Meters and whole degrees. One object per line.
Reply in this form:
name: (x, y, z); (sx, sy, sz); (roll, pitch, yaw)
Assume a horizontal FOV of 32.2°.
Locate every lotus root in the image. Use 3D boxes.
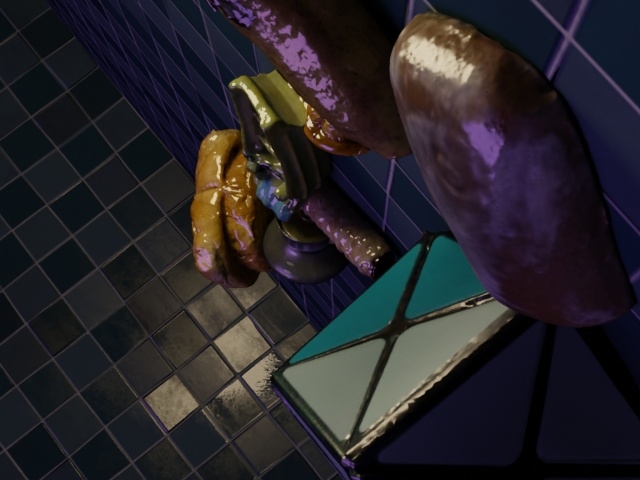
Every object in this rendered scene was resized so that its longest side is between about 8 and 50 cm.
lotus root: (-0.008, -0.170, 0.883); (0.258, 0.097, 0.110); (46, 178, -19)

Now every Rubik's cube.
Rubik's cube: (0.135, 0.169, 1.037); (0.250, 0.248, 0.246); (54, 171, -20)

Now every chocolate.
chocolate: (0.123, -0.033, 0.794); (0.157, 0.080, 0.254); (43, 168, 47)

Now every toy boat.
toy boat: (-0.047, -0.120, 1.376); (0.111, 0.084, 0.276); (50, 168, 20)

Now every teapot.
teapot: (0.000, 0.000, 1.565); (0.165, 0.130, 0.119); (17, 147, 10)

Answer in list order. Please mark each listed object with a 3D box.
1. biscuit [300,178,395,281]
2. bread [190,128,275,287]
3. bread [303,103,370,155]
biscuit: (0.021, -0.031, 1.469); (0.219, 0.055, 0.061); (46, 165, 31)
bread: (-0.119, -0.046, 1.663); (0.120, 0.236, 0.198); (2, 169, 18)
bread: (0.027, -0.115, 0.989); (0.081, 0.083, 0.046); (7, 146, 10)
